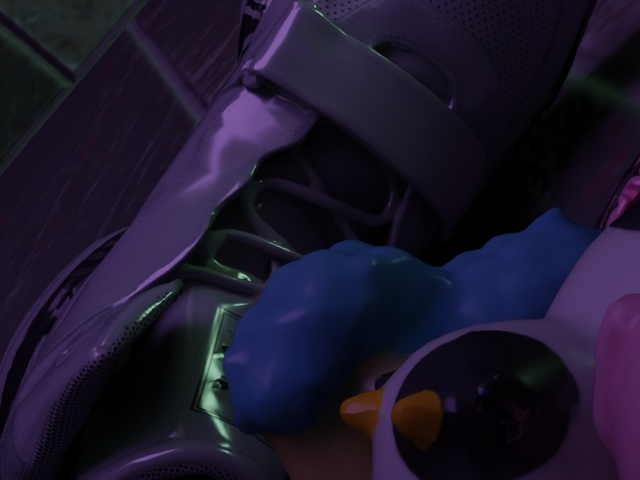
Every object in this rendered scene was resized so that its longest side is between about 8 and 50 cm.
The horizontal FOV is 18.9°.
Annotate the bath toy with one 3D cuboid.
[{"bbox_3d":[0.101,0.031,0.386,0.151,0.129,0.348,-56,18,-20],"label":"bath toy"}]

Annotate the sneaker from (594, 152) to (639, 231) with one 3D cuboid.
[{"bbox_3d":[0.128,-0.034,0.623,0.119,0.047,0.057,-50,4,-3],"label":"sneaker"}]

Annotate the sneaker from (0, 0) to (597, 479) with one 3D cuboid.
[{"bbox_3d":[0.000,0.000,0.725,0.366,0.137,0.210,-52,16,13],"label":"sneaker"}]
